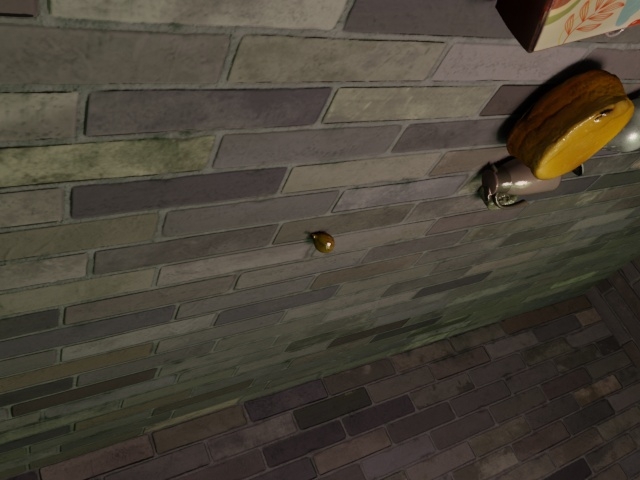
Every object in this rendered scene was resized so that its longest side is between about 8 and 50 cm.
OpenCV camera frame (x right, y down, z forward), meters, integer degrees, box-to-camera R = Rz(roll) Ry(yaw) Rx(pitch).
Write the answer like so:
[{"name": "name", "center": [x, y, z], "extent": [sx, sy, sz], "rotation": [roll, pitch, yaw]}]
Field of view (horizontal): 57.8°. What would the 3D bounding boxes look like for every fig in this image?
[{"name": "fig", "center": [0.000, 0.000, 1.390], "extent": [0.050, 0.050, 0.083], "rotation": [-35, 144, 19]}]

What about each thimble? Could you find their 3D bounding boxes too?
[{"name": "thimble", "center": [0.489, -0.126, 1.585], "extent": [0.110, 0.062, 0.084], "rotation": [3, 145, -46]}]

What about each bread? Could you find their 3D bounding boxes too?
[{"name": "bread", "center": [0.550, -0.258, 1.291], "extent": [0.196, 0.142, 0.269], "rotation": [6, 139, -45]}]

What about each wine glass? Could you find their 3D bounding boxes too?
[{"name": "wine glass", "center": [0.744, -0.269, 1.478], "extent": [0.241, 0.126, 0.126], "rotation": [-27, 155, 9]}]

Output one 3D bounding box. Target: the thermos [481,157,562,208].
[{"name": "thermos", "center": [0.510, -0.148, 1.495], "extent": [0.193, 0.105, 0.137], "rotation": [-12, 116, -18]}]

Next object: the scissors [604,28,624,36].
[{"name": "scissors", "center": [0.533, -0.415, 1.125], "extent": [0.189, 0.015, 0.100], "rotation": [-21, 154, -5]}]

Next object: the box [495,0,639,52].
[{"name": "box", "center": [0.477, -0.467, 0.793], "extent": [0.386, 0.122, 0.344], "rotation": [-16, 154, -7]}]
